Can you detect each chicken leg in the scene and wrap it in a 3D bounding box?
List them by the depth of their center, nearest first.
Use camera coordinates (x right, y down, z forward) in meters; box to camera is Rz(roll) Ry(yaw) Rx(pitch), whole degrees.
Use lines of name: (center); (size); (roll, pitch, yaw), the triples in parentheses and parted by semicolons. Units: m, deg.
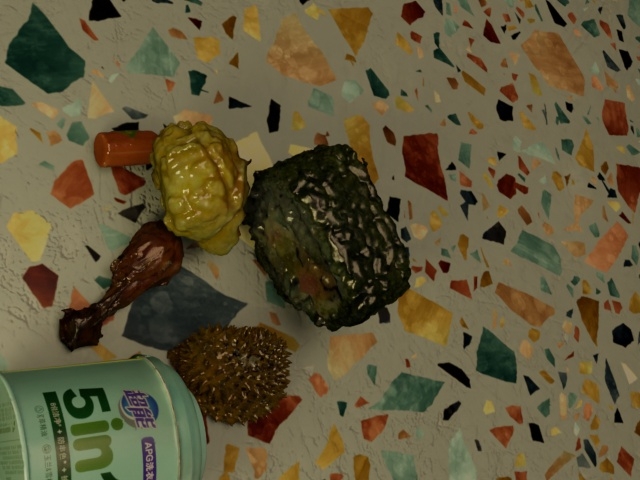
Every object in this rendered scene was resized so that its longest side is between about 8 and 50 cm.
chicken leg: (-0.352, 0.084, 1.624); (0.113, 0.093, 0.304); (52, 57, -22)

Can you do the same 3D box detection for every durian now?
durian: (-0.144, 0.246, 1.683); (0.249, 0.138, 0.183); (11, 60, -38)

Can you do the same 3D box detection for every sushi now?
sushi: (0.000, 0.000, 1.760); (0.178, 0.294, 0.352); (-28, 89, -35)

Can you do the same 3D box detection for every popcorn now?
popcorn: (-0.211, -0.101, 1.673); (0.192, 0.233, 0.266); (-23, 116, -3)

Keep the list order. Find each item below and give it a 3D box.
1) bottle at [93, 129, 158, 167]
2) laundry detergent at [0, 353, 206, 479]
bottle: (-0.340, -0.179, 1.730); (0.187, 0.069, 0.069); (-7, 78, -38)
laundry detergent: (-0.354, 0.330, 1.407); (0.305, 0.287, 0.287); (-2, 75, -34)
